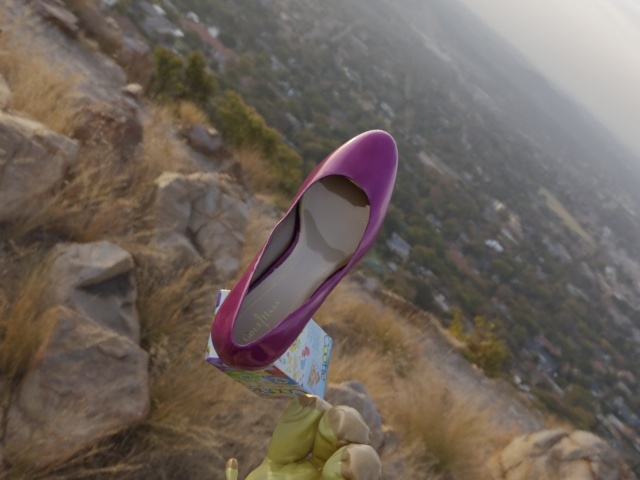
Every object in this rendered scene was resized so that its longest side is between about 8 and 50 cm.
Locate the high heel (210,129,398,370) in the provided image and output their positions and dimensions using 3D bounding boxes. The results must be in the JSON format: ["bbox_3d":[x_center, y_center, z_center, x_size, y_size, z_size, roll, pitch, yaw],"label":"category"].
[{"bbox_3d":[0.000,0.000,0.955,0.127,0.377,0.181,30,-13,0],"label":"high heel"}]

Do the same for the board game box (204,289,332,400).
[{"bbox_3d":[-0.093,0.214,1.520,0.275,0.142,0.144,53,41,-57],"label":"board game box"}]

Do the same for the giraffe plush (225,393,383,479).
[{"bbox_3d":[0.005,0.306,0.883,0.170,0.210,0.181,46,9,-31],"label":"giraffe plush"}]
